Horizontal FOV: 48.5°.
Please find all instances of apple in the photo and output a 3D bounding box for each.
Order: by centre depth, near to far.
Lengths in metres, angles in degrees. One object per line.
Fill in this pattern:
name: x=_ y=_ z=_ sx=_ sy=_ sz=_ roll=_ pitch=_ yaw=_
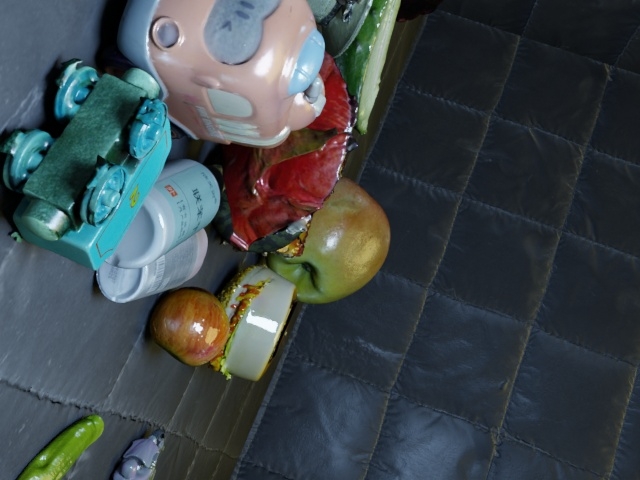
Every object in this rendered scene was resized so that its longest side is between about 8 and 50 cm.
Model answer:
apple: x=-0.228 y=0.149 z=1.262 sx=0.146 sy=0.146 sz=0.146 roll=21 pitch=90 yaw=-83
apple: x=0.000 y=0.000 z=1.886 sx=0.305 sy=0.338 sz=0.338 roll=-52 pitch=165 yaw=-29

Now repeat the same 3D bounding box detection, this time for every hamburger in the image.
hamburger: x=-0.170 y=0.191 z=1.680 sx=0.294 sy=0.179 sz=0.276 roll=-12 pitch=125 yaw=-85

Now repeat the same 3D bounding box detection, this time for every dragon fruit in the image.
dragon fruit: x=-0.072 y=-0.172 z=1.034 sx=0.100 sy=0.282 sz=0.343 roll=12 pitch=68 yaw=-48

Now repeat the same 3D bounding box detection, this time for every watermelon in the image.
watermelon: x=-0.107 y=-0.082 z=1.271 sx=0.212 sy=0.212 sz=0.212 roll=21 pitch=90 yaw=-83

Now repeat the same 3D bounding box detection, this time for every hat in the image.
hat: x=0.005 y=-0.466 z=1.262 sx=0.257 sy=0.130 sz=0.257 roll=-166 pitch=-90 yaw=-69

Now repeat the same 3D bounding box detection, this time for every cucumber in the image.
cucumber: x=0.071 y=-0.367 z=1.401 sx=0.105 sy=0.145 sz=0.325 roll=-25 pitch=138 yaw=-45

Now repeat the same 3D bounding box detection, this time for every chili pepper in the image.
chili pepper: x=-0.378 y=0.314 z=1.023 sx=0.052 sy=0.050 sz=0.202 roll=70 pitch=23 yaw=-14

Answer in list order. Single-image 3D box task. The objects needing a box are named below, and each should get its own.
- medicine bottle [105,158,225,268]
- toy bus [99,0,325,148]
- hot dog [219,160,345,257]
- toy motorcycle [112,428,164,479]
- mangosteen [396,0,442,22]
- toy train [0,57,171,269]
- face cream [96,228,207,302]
medicine bottle: x=-0.203 y=-0.058 z=1.005 sx=0.352 sy=0.110 sz=0.110 roll=-54 pitch=163 yaw=-72
toy bus: x=-0.106 y=-0.216 z=0.851 sx=0.288 sy=0.232 sz=0.194 roll=88 pitch=26 yaw=-75
hot dog: x=-0.059 y=-0.142 z=1.560 sx=0.367 sy=0.196 sz=0.365 roll=-14 pitch=120 yaw=-84
toy motorcycle: x=-0.370 y=0.476 z=1.401 sx=0.152 sy=0.073 sz=0.225 roll=87 pitch=23 yaw=-68
mangosteen: x=0.158 y=-0.638 z=1.478 sx=0.307 sy=0.307 sz=0.347 roll=-60 pitch=137 yaw=-53
toy train: x=-0.235 y=-0.077 z=0.740 sx=0.163 sy=0.112 sz=0.203 roll=108 pitch=8 yaw=-64
face cream: x=-0.246 y=0.033 z=1.087 sx=0.269 sy=0.073 sz=0.107 roll=-27 pitch=140 yaw=-79
